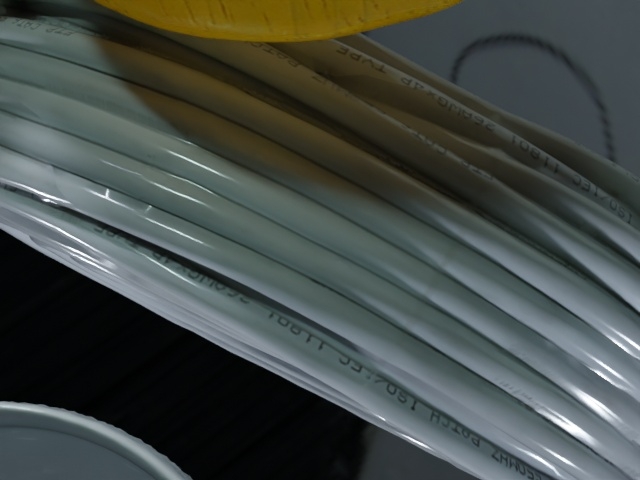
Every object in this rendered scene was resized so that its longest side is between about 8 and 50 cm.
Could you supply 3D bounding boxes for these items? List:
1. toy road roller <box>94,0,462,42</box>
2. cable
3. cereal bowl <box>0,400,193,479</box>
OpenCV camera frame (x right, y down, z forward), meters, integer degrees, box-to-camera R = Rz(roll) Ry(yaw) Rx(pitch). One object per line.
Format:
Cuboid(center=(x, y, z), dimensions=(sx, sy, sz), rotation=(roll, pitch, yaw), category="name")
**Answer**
Cuboid(center=(-0.080, -0.154, 0.446), dimensions=(0.202, 0.329, 0.241), rotation=(72, -175, -45), category="toy road roller")
Cuboid(center=(0.000, 0.000, 0.585), dimensions=(0.257, 0.089, 0.257), rotation=(29, 175, -19), category="cable")
Cuboid(center=(-0.188, 0.270, 1.199), dimensions=(0.339, 0.339, 0.141), rotation=(48, 179, 8), category="cereal bowl")
